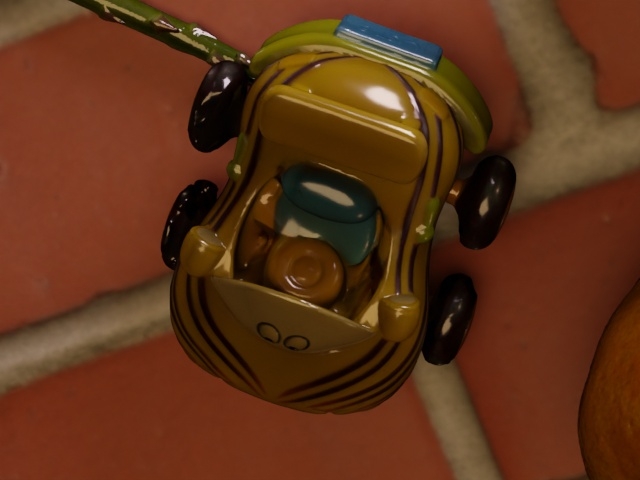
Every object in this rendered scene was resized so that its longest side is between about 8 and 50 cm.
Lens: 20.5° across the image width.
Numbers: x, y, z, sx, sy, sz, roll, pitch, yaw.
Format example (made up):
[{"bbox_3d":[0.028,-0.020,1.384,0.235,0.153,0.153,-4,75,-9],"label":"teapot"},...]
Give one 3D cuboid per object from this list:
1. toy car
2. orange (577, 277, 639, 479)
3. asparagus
[{"bbox_3d":[0.000,0.000,1.039,0.200,0.142,0.248,17,117,6],"label":"toy car"},{"bbox_3d":[0.259,0.077,0.982,0.249,0.249,0.183,-22,82,15],"label":"orange"},{"bbox_3d":[-0.098,-0.130,1.101,0.248,0.024,0.025,27,141,3],"label":"asparagus"}]
